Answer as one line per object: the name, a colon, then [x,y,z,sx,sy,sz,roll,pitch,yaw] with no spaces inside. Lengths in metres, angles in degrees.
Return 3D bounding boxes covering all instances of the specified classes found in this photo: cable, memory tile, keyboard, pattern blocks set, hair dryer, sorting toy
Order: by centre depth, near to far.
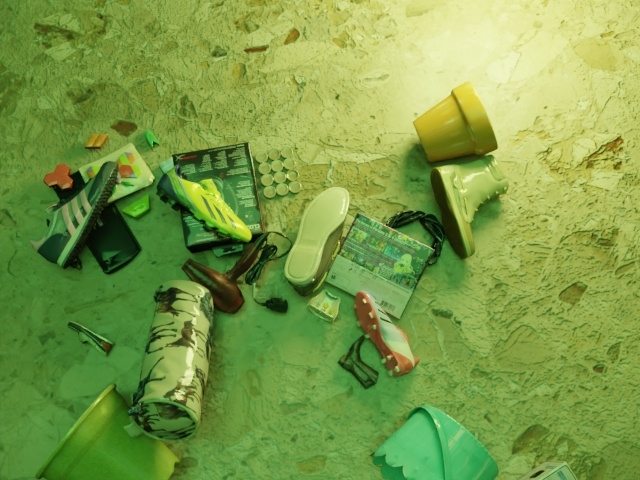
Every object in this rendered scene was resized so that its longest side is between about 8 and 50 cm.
hair dryer: [-0.224,0.085,1.950,0.293,0.080,0.224,0,93,-12]
sorting toy: [0.017,0.172,1.966,0.083,0.045,0.075,30,69,9]
cable: [0.252,-0.016,2.014,0.184,0.047,0.151,15,75,5]
keyboard: [-0.657,-0.040,2.032,0.201,0.033,0.317,-31,75,-14]
pattern blocks set: [-0.580,-0.185,2.058,0.325,0.026,0.285,-41,79,-16]
memory tile: [-0.120,-0.195,2.083,0.113,0.012,0.148,-12,74,-3]

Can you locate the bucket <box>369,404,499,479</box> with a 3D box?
bucket: [0.276,0.542,1.747,0.281,0.281,0.183,42,71,11]

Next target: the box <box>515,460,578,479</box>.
box: [0.477,0.647,1.763,0.290,0.169,0.087,-30,76,-7]

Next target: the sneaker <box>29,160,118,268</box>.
sneaker: [-0.660,-0.091,1.951,0.131,0.112,0.319,27,79,-2]

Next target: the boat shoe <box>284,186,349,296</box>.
boat shoe: [0.000,0.000,1.979,0.116,0.097,0.324,10,58,23]

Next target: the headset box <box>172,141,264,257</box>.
headset box: [-0.275,-0.102,2.000,0.218,0.110,0.293,-10,78,-3]

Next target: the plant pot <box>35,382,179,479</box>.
plant pot: [-0.495,0.534,1.769,0.254,0.276,0.276,39,78,-2]

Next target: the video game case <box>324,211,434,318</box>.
video game case: [0.158,0.066,1.963,0.232,0.042,0.210,26,95,7]

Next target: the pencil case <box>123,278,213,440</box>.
pencil case: [-0.365,0.284,1.793,0.183,0.160,0.410,-7,43,7]

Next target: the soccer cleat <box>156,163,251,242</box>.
soccer cleat: [-0.292,-0.097,1.895,0.289,0.093,0.121,32,78,7]

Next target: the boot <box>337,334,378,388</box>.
boot: [0.119,0.322,1.924,0.114,0.037,0.106,39,87,11]

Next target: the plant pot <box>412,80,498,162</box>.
plant pot: [0.367,-0.311,2.031,0.188,0.205,0.205,-23,75,9]

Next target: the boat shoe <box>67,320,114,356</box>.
boat shoe: [-0.618,0.259,1.939,0.137,0.049,0.043,29,78,3]

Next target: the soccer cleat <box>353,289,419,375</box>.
soccer cleat: [0.173,0.239,1.926,0.095,0.083,0.248,-21,78,-36]

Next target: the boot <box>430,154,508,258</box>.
boot: [0.431,-0.097,2.009,0.203,0.095,0.262,-16,85,-18]
